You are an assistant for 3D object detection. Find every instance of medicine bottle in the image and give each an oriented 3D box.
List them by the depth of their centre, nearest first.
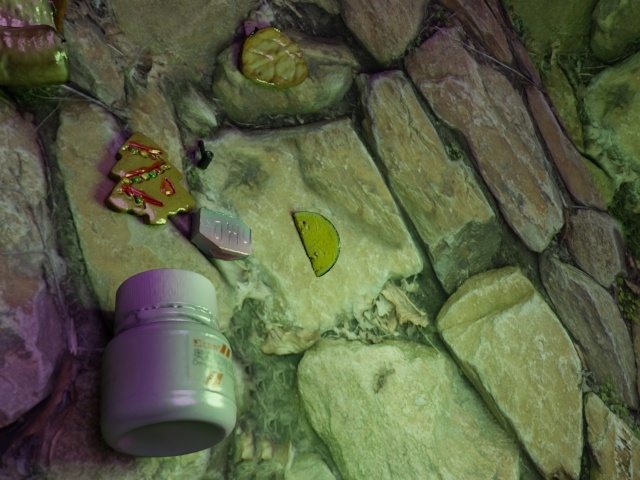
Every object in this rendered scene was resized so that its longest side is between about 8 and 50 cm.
[{"bbox_3d":[-0.289,0.230,1.280,0.241,0.241,0.302,14,49,-33],"label":"medicine bottle"}]

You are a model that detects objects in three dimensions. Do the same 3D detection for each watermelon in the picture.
[{"bbox_3d":[0.008,-0.004,1.761,0.092,0.075,0.181,-11,75,-38],"label":"watermelon"}]

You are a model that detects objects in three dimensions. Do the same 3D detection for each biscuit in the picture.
[{"bbox_3d":[-0.394,-0.145,1.540,0.212,0.041,0.238,-3,69,-38],"label":"biscuit"},{"bbox_3d":[-0.140,-0.522,1.951,0.203,0.041,0.260,55,46,-5],"label":"biscuit"}]

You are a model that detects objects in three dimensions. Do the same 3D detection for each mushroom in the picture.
[{"bbox_3d":[-0.728,-0.437,1.345,0.397,0.224,0.313,-15,101,-20],"label":"mushroom"}]

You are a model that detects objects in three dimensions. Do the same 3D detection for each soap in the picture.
[{"bbox_3d":[-0.228,-0.009,1.588,0.149,0.056,0.100,17,60,-31],"label":"soap"}]

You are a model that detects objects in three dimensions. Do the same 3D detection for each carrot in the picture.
[{"bbox_3d":[-0.615,-0.502,1.548,0.055,0.055,0.161,20,52,-30],"label":"carrot"}]

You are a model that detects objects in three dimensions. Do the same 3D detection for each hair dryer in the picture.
[{"bbox_3d":[-0.287,-0.219,1.668,0.026,0.047,0.083,12,46,-34],"label":"hair dryer"}]
